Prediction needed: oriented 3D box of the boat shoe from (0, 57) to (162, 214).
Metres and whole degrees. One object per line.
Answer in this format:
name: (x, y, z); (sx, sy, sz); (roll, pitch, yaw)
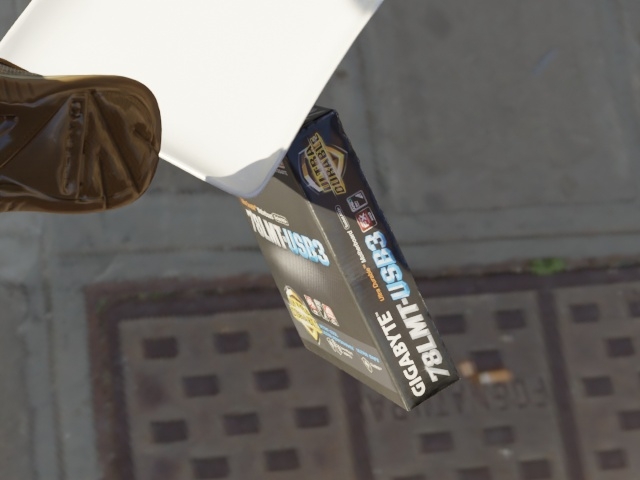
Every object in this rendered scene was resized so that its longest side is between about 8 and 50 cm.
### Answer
boat shoe: (-0.254, -0.075, 0.903); (0.342, 0.123, 0.123); (-4, 106, -52)

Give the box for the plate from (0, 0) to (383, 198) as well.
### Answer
plate: (-0.100, -0.190, 1.245); (0.278, 0.045, 0.277); (25, 72, 17)

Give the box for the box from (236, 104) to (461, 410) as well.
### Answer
box: (0.000, 0.000, 1.453); (0.073, 0.295, 0.293); (-31, 108, -13)
